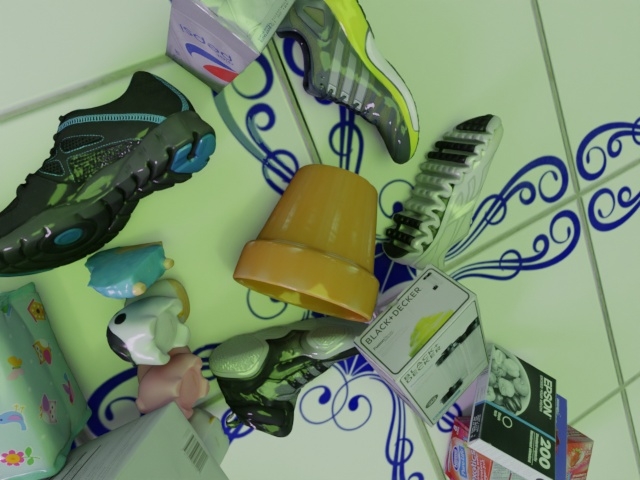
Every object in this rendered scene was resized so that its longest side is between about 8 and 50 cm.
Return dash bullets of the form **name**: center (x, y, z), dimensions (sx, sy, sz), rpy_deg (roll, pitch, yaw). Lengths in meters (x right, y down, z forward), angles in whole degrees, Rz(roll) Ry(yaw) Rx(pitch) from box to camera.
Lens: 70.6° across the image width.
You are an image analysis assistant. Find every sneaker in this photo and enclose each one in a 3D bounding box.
- **sneaker**: center (-0.306, -0.081, 0.591), dimensions (0.341, 0.125, 0.139), rpy_deg (-36, 81, -8)
- **sneaker**: center (-0.035, 0.218, 0.731), dimensions (0.269, 0.101, 0.152), rpy_deg (-9, 103, -12)
- **sneaker**: center (0.224, -0.077, 0.778), dimensions (0.118, 0.110, 0.292), rpy_deg (28, 97, -29)
- **sneaker**: center (0.043, -0.238, 0.690), dimensions (0.121, 0.111, 0.299), rpy_deg (-35, 103, -1)

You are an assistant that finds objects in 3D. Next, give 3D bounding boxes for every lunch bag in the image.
- **lunch bag**: center (-0.460, 0.196, 0.542), dimensions (0.263, 0.160, 0.223), rpy_deg (-15, 105, -7)

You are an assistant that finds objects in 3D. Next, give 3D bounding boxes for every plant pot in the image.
- **plant pot**: center (0.000, 0.000, 0.664), dimensions (0.205, 0.205, 0.187), rpy_deg (23, 75, -22)

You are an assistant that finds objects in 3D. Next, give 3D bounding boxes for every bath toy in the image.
- **bath toy**: center (-0.227, 0.179, 0.640), dimensions (0.129, 0.151, 0.347), rpy_deg (-5, 107, 19)

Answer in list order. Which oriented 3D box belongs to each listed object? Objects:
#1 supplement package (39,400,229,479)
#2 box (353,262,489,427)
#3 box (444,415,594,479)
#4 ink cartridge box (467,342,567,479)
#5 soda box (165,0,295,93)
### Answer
- **supplement package**: center (-0.261, 0.325, 0.538), dimensions (0.244, 0.134, 0.139), rpy_deg (-27, 100, 14)
- **box**: center (0.177, 0.184, 0.733), dimensions (0.169, 0.087, 0.290), rpy_deg (-43, 141, -9)
- **box**: center (0.395, 0.434, 0.904), dimensions (0.257, 0.123, 0.128), rpy_deg (5, 97, -20)
- **ink cartridge box**: center (0.383, 0.328, 0.837), dimensions (0.208, 0.045, 0.206), rpy_deg (31, 49, -3)
- **soda box**: center (-0.112, -0.251, 0.522), dimensions (0.091, 0.286, 0.098), rpy_deg (33, 87, -23)
